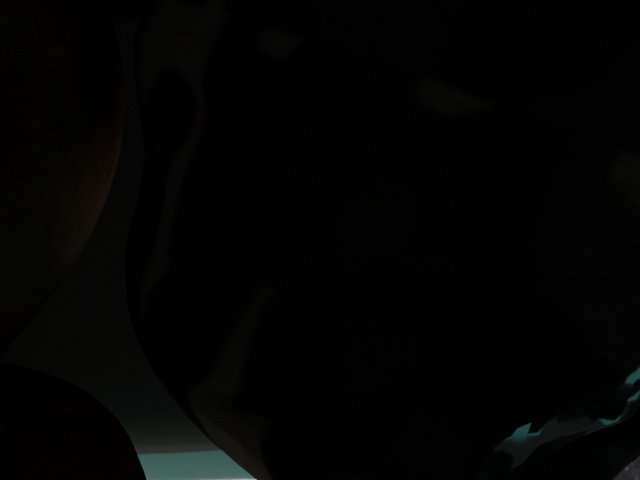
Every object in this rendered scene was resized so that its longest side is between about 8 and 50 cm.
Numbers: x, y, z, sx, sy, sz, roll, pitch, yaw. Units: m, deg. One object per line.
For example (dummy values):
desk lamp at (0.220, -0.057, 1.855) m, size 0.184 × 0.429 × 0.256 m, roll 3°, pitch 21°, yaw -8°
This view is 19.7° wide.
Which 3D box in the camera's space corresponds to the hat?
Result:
hat at (0.118, -0.124, 0.421) m, size 0.366 × 0.257 × 0.381 m, roll -42°, pitch 158°, yaw -48°

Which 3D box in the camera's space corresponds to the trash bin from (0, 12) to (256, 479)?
trash bin at (-0.147, 0.020, 0.675) m, size 0.250 × 0.219 × 0.219 m, roll -2°, pitch 165°, yaw -29°

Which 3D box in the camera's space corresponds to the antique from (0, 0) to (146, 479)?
antique at (-0.116, 0.018, 0.513) m, size 0.143 × 0.256 × 0.121 m, roll -12°, pitch -177°, yaw -30°
